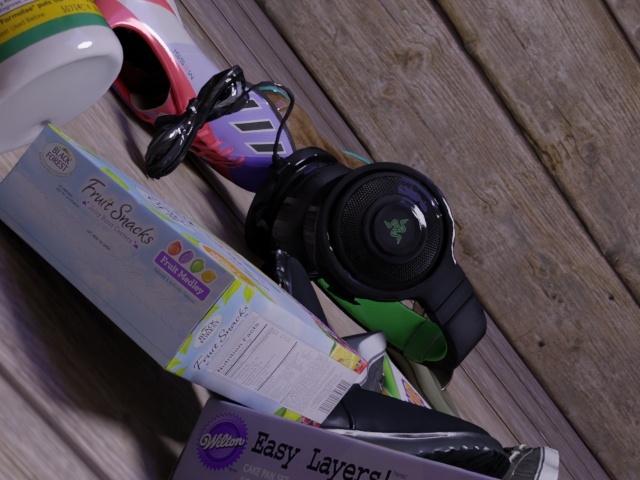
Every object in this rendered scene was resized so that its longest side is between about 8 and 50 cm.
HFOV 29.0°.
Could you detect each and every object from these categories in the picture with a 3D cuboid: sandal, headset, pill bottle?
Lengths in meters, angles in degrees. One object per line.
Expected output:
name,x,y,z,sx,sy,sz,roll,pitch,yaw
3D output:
sandal,0.142,0.143,1.613,0.120,0.086,0.302,42,16,-55
headset,0.000,0.000,1.199,0.243,0.185,0.394,17,-31,55
pill bottle,-0.223,-0.168,0.764,0.208,0.118,0.117,56,9,7

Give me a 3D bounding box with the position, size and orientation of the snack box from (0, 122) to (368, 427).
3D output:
snack box,-0.083,0.030,0.777,0.174,0.070,0.207,37,0,29

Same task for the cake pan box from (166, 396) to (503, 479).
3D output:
cake pan box,0.079,0.192,0.740,0.246,0.070,0.267,12,-20,38

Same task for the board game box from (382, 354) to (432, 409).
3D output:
board game box,0.124,0.227,1.350,0.259,0.039,0.124,47,10,-4

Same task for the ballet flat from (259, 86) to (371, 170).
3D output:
ballet flat,-0.006,-0.077,1.629,0.342,0.116,0.124,41,37,-56

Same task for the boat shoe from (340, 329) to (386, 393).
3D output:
boat shoe,0.026,0.132,1.127,0.228,0.080,0.076,-42,120,-85

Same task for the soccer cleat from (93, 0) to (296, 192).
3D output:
soccer cleat,-0.133,-0.134,1.218,0.318,0.109,0.116,50,30,-36

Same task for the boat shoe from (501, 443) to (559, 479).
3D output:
boat shoe,0.212,0.250,1.326,0.070,0.077,0.219,24,-3,10

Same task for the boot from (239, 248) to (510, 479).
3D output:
boot,0.019,0.105,0.956,0.246,0.094,0.207,12,40,-40
